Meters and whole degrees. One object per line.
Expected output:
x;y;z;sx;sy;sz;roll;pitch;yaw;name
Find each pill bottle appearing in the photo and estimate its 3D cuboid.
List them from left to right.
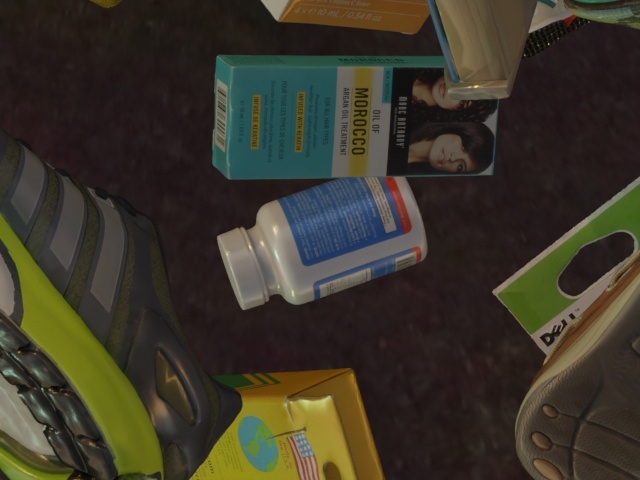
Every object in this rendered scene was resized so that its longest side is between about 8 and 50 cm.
0.000;0.000;1.895;0.221;0.124;0.124;-19;115;-7;pill bottle

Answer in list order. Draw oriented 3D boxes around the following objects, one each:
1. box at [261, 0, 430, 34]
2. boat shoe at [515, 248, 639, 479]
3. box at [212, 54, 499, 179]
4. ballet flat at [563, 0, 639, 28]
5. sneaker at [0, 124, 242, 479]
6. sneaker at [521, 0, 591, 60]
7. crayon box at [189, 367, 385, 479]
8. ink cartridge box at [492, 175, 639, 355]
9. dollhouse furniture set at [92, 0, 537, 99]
0.072;-0.404;1.734;0.215;0.168;0.345;-2;137;-42;box
0.256;0.037;1.127;0.324;0.116;0.123;-41;98;16;boat shoe
0.032;-0.107;1.441;0.244;0.060;0.101;-2;106;-17;box
0.295;-0.203;1.243;0.221;0.077;0.079;-24;133;17;ballet flat
-0.146;-0.002;0.749;0.111;0.121;0.300;-34;84;36;sneaker
0.232;-0.249;1.743;0.161;0.075;0.057;-30;162;-24;sneaker
-0.039;0.219;1.433;0.081;0.318;0.202;-20;98;-38;crayon box
0.311;0.078;1.484;0.189;0.097;0.255;-40;91;21;ink cartridge box
-0.002;-0.253;1.230;0.303;0.286;0.198;1;138;23;dollhouse furniture set
